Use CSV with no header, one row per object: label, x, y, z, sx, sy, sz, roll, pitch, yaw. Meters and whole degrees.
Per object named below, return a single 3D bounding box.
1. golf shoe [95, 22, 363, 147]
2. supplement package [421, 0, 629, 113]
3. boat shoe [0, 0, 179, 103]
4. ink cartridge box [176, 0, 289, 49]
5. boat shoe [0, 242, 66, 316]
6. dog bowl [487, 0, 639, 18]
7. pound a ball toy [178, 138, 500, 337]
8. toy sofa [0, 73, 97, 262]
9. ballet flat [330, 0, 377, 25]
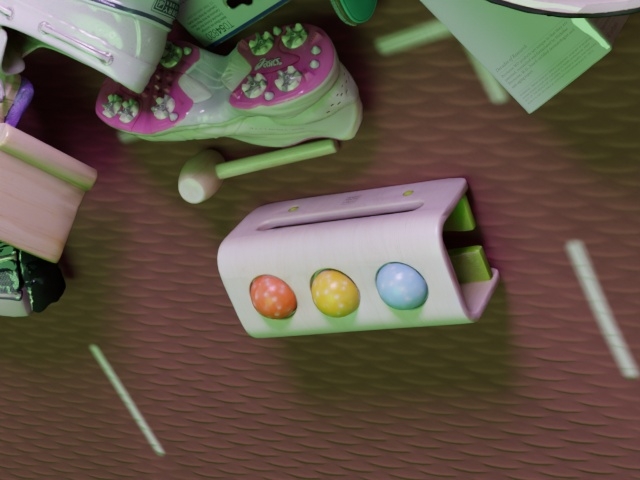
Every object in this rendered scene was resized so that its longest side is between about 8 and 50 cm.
golf shoe,-0.095,-0.137,1.333,0.306,0.115,0.140,1,155,34
supplement package,0.171,-0.223,1.132,0.179,0.105,0.105,45,132,-6
boat shoe,-0.325,-0.220,1.313,0.367,0.136,0.156,18,93,14
ink cartridge box,-0.124,-0.304,1.240,0.224,0.045,0.223,43,147,-21
boat shoe,-0.492,-0.001,1.667,0.340,0.127,0.158,2,116,19
dog bowl,0.192,-0.375,0.921,0.408,0.150,0.408,4,111,10
pound a ball toy,0.000,0.000,1.366,0.319,0.136,0.208,-6,118,32
toy sofa,-0.435,-0.107,1.494,0.362,0.177,0.150,13,169,35
ballet flat,0.011,-0.295,1.211,0.070,0.070,0.188,6,123,26
